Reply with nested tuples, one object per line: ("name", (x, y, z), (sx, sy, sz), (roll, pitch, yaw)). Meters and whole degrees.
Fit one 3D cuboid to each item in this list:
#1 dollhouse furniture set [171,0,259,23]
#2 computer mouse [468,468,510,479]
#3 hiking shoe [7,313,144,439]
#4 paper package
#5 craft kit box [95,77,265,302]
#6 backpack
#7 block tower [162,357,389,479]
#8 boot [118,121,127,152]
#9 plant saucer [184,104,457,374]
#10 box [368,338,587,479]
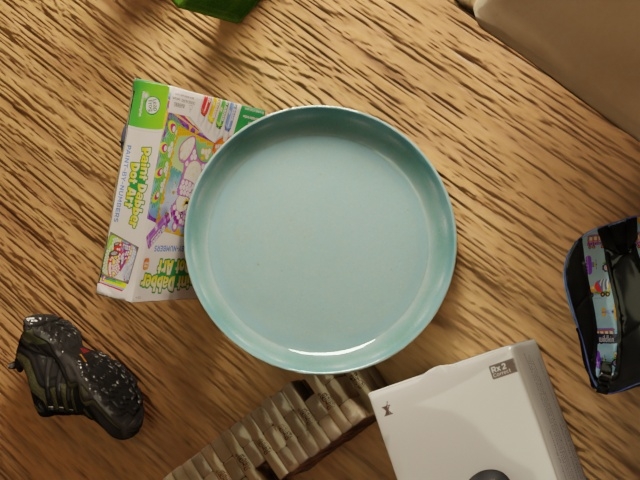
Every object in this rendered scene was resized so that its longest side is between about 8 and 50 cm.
("dollhouse furniture set", (-0.097, -0.445, 1.485), (0.301, 0.151, 0.197), (-45, 73, 17))
("computer mouse", (0.152, 0.356, 1.263), (0.071, 0.041, 0.242), (7, 78, 32))
("hiking shoe", (-0.325, 0.200, 1.627), (0.227, 0.086, 0.114), (41, 118, 25))
("paper package", (0.343, -0.283, 1.217), (0.309, 0.168, 0.325), (33, 103, -11))
("craft kit box", (-0.160, -0.053, 1.455), (0.061, 0.250, 0.246), (15, 96, 22))
("backpack", (0.344, 0.063, 1.299), (0.158, 0.117, 0.173), (-19, 82, 23))
("block tower", (-0.068, 0.260, 1.496), (0.335, 0.091, 0.097), (-41, 73, 18))
("boot", (-0.220, -0.094, 1.593), (0.219, 0.082, 0.106), (-57, 47, 17))
("plant saucer", (0.000, 0.000, 1.431), (0.317, 0.044, 0.317), (1, 79, -4))
("box", (0.178, 0.224, 1.371), (0.181, 0.119, 0.182), (-22, 80, 23))
